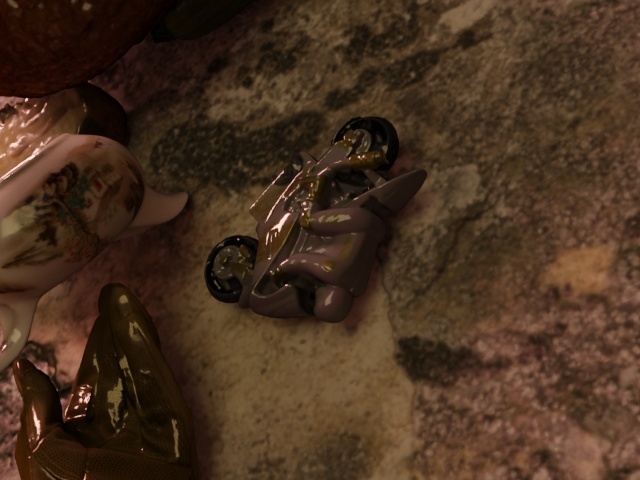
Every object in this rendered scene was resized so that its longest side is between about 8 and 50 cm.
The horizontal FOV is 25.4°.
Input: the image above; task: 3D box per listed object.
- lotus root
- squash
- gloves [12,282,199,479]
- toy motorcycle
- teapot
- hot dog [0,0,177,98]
[{"bbox_3d":[-0.305,-0.053,1.473,0.260,0.074,0.170,-49,53,4],"label":"lotus root"},{"bbox_3d":[-0.074,-0.278,1.437,0.258,0.069,0.069,-36,52,13],"label":"squash"},{"bbox_3d":[-0.186,0.179,1.224,0.154,0.141,0.331,-28,32,20],"label":"gloves"},{"bbox_3d":[0.000,0.000,1.242,0.225,0.073,0.152,-42,52,10],"label":"toy motorcycle"},{"bbox_3d":[-0.254,0.000,1.298,0.298,0.139,0.204,-42,15,-30],"label":"teapot"},{"bbox_3d":[-0.240,-0.281,1.436,0.388,0.174,0.267,-23,32,27],"label":"hot dog"}]
